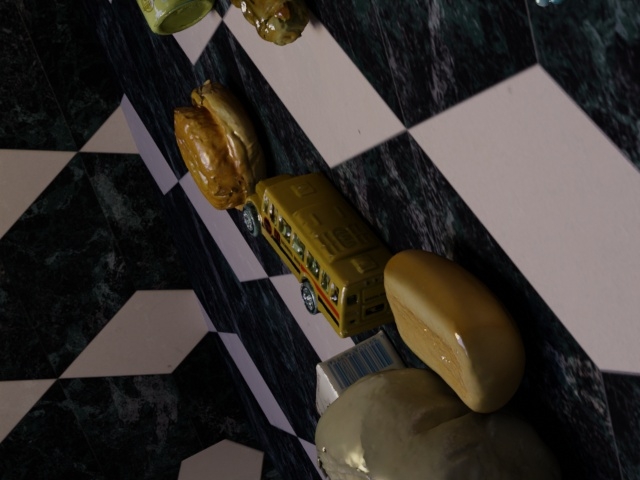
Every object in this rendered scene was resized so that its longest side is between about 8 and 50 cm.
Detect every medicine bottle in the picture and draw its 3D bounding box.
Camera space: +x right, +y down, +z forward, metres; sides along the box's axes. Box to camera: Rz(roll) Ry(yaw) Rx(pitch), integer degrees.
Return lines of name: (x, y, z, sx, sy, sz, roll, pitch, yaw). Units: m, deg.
medicine bottle: (-0.271, -0.463, 1.929, 0.239, 0.124, 0.124, 64, 166, 8)

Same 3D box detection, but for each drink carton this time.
drink carton: (0.116, 0.325, 1.847, 0.324, 0.132, 0.194, 57, 165, 25)

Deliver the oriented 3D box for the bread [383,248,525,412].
bread: (0.157, 0.093, 1.341, 0.217, 0.098, 0.147, 44, 160, 51)

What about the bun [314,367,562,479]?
bun: (0.168, 0.291, 1.425, 0.360, 0.211, 0.359, 42, 164, 16)

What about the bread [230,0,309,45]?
bread: (-0.117, -0.377, 1.584, 0.367, 0.077, 0.084, 54, 164, 40)

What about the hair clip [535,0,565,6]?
hair clip: (0.156, -0.212, 0.918, 0.173, 0.049, 0.049, 41, 153, 56)

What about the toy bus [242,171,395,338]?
toy bus: (0.000, 0.000, 1.729, 0.335, 0.121, 0.123, 52, 152, 43)

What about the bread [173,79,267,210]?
bread: (-0.171, -0.157, 2.084, 0.198, 0.120, 0.236, 54, 164, 30)
